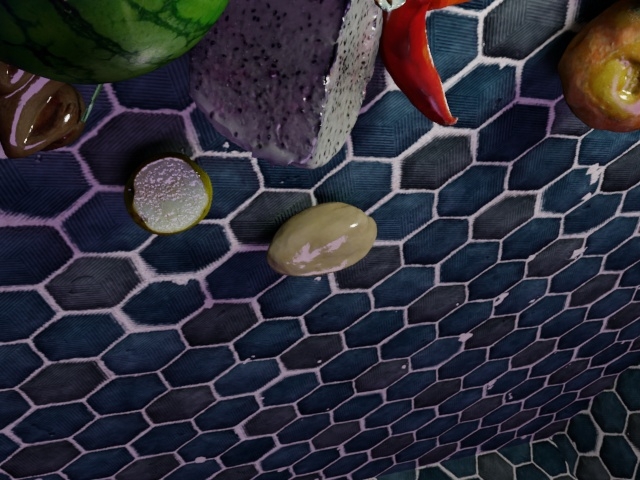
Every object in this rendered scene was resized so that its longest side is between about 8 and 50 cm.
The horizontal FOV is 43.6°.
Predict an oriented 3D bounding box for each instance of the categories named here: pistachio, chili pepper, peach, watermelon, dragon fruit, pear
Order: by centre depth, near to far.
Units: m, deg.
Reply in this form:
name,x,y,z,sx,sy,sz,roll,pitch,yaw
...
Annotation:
name,x,y,z,sx,sy,sz,roll,pitch,yaw
watermelon,-0.235,-0.319,0.769,0.363,0.363,0.363,-18,145,-13
dragon fruit,-0.049,-0.259,1.115,0.204,0.221,0.283,-44,147,-71
chili pepper,0.150,-0.319,1.229,0.092,0.137,0.368,-64,160,-20
pear,-0.249,-0.079,1.299,0.141,0.104,0.141,-5,106,-18
peach,0.533,-0.316,1.422,0.214,0.214,0.235,-17,138,-14
pistachio,0.000,0.000,1.544,0.226,0.136,0.136,-21,146,-8

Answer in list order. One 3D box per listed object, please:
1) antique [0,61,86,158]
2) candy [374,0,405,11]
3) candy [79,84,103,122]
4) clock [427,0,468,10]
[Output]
name,x,y,z,sx,sy,sz,roll,pitch,yaw
antique,-0.367,-0.216,1.032,0.143,0.121,0.257,-19,139,-27
candy,-0.006,-0.384,0.944,0.086,0.292,0.059,-51,-174,-22
candy,-0.276,-0.240,1.062,0.055,0.049,0.184,25,93,-48
clock,0.232,-0.411,1.216,0.155,0.061,0.113,-19,145,-15
